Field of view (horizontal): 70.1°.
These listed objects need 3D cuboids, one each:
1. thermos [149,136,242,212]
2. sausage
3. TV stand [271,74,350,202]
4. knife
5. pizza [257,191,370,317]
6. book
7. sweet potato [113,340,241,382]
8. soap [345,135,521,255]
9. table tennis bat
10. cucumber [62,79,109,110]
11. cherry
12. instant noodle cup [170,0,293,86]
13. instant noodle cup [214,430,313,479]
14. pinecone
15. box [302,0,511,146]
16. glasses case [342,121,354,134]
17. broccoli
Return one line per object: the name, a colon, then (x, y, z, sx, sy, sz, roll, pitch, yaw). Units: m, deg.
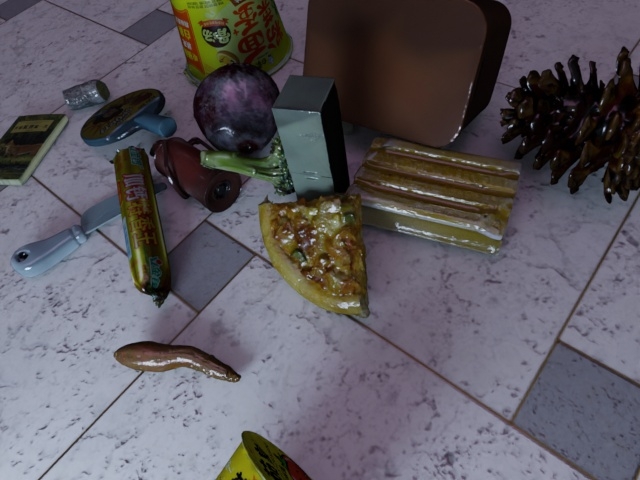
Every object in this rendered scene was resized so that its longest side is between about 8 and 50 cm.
thermos: (-0.271, -0.155, 0.950, 0.232, 0.099, 0.124, 34, 71, 28)
sausage: (-0.346, -0.031, 0.881, 0.082, 0.082, 0.372, -21, 58, -4)
TV stand: (-0.005, -0.142, 0.785, 0.082, 0.270, 0.088, 11, 58, 18)
knife: (-0.475, -0.040, 0.950, 0.331, 0.044, 0.080, -39, 55, -23)
pizza: (0.000, 0.000, 0.762, 0.197, 0.058, 0.292, -48, 66, 17)
book: (-0.750, -0.231, 1.141, 0.160, 0.024, 0.229, 3, 57, 16)
sweet potato: (-0.224, 0.194, 0.731, 0.213, 0.050, 0.050, 6, 56, 7)
soap: (0.201, -0.087, 0.820, 0.273, 0.089, 0.174, 15, 57, 20)
table tennis bat: (-0.444, -0.287, 1.074, 0.328, 0.044, 0.215, 21, 58, 39)
cucumber: (-0.618, -0.382, 1.198, 0.111, 0.064, 0.064, -13, 54, 5)
cherry: (-0.171, -0.271, 0.970, 0.194, 0.195, 0.195, -5, 55, 7)
instant noodle cup: (-0.241, -0.566, 1.158, 0.310, 0.222, 0.312, -6, 54, 8)
instant noodle cup: (-0.073, 0.342, 0.529, 0.182, 0.182, 0.144, 36, 78, 29)
pinecone: (0.443, -0.204, 0.772, 0.292, 0.246, 0.246, 25, 63, 37)
box: (0.168, -0.361, 0.894, 0.339, 0.240, 0.229, 23, 37, 25)
glasses case: (0.056, -0.266, 1.014, 0.032, 0.021, 0.084, -8, 54, 6)
broccoli: (-0.123, -0.143, 0.863, 0.203, 0.118, 0.123, 2, 83, -29)
